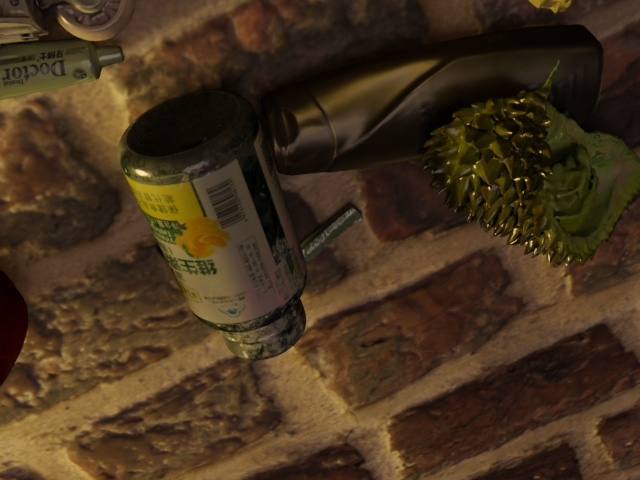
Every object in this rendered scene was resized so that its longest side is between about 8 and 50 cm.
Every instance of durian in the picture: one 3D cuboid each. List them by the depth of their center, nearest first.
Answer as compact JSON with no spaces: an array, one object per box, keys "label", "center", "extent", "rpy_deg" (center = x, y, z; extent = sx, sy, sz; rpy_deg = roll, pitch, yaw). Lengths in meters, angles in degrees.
[{"label":"durian","center":[0.235,-0.073,0.844],"extent":[0.355,0.157,0.169],"rpy_deg":[18,105,-52]}]

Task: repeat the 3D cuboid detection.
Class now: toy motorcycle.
[{"label":"toy motorcycle","center":[-0.289,-0.212,0.656],"extent":[0.254,0.112,0.112],"rpy_deg":[-8,127,-8]}]

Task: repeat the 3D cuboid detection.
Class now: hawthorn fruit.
[{"label":"hawthorn fruit","center":[-0.386,0.079,0.810],"extent":[0.157,0.157,0.194],"rpy_deg":[24,98,-29]}]

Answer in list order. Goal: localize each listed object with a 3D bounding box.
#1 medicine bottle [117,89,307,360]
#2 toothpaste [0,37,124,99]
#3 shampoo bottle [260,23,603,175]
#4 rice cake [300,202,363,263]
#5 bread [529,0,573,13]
[{"label":"medicine bottle","center":[-0.097,-0.003,0.824],"extent":[0.141,0.141,0.293],"rpy_deg":[-19,129,-1]},{"label":"toothpaste","center":[-0.294,-0.157,0.723],"extent":[0.218,0.041,0.064],"rpy_deg":[-10,114,-5]},{"label":"shampoo bottle","center":[0.115,-0.145,0.816],"extent":[0.350,0.084,0.125],"rpy_deg":[-11,134,-6]},{"label":"rice cake","center":[0.000,0.000,0.929],"extent":[0.121,0.021,0.022],"rpy_deg":[-40,116,16]},{"label":"bread","center":[0.173,-0.335,0.582],"extent":[0.236,0.263,0.198],"rpy_deg":[-41,128,14]}]
